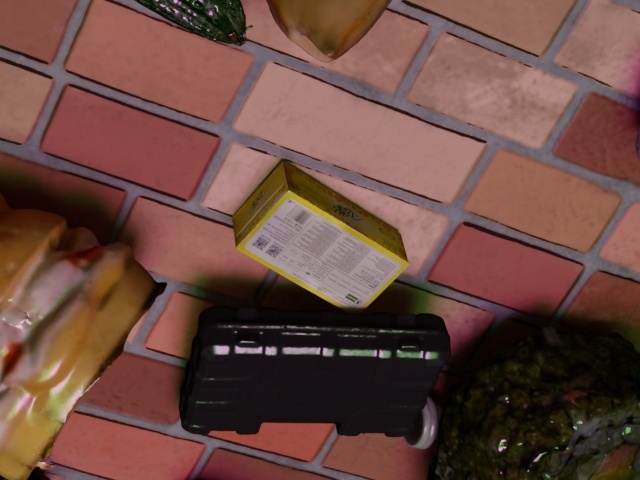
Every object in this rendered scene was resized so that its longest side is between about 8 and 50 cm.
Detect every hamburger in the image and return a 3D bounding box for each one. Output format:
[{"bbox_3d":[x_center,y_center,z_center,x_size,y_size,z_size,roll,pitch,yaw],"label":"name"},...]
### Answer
[{"bbox_3d":[-0.321,0.091,1.509,0.237,0.276,0.276,35,112,-6],"label":"hamburger"}]

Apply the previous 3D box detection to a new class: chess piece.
[{"bbox_3d":[0.157,0.223,1.809,0.103,0.067,0.067,4,123,-25],"label":"chess piece"}]

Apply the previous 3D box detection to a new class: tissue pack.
[{"bbox_3d":[0.000,0.000,1.624,0.176,0.062,0.095,30,117,-28],"label":"tissue pack"}]

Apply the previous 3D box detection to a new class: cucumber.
[{"bbox_3d":[-0.172,-0.269,1.407,0.265,0.077,0.077,25,115,-28],"label":"cucumber"}]

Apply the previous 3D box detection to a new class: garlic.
[{"bbox_3d":[0.095,-0.303,1.368,0.338,0.196,0.151,-38,136,5],"label":"garlic"}]

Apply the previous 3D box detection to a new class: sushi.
[{"bbox_3d":[0.284,0.276,1.767,0.294,0.178,0.352,-12,129,-28],"label":"sushi"}]

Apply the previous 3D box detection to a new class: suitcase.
[{"bbox_3d":[-0.010,0.153,1.686,0.286,0.066,0.206,2,144,-12],"label":"suitcase"}]

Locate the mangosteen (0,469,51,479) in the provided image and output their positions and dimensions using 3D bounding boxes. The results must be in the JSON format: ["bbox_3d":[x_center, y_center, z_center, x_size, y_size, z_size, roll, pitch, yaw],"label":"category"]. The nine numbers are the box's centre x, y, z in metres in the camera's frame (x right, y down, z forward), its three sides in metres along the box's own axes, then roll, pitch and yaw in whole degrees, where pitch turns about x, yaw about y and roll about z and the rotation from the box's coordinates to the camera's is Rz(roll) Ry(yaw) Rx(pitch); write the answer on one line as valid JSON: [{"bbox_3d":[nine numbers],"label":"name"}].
[{"bbox_3d":[-0.371,0.318,1.711,0.153,0.152,0.152,-5,124,-8],"label":"mangosteen"}]

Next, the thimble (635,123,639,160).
[{"bbox_3d":[0.418,-0.126,1.584,0.151,0.127,0.117,-1,125,-10],"label":"thimble"}]
